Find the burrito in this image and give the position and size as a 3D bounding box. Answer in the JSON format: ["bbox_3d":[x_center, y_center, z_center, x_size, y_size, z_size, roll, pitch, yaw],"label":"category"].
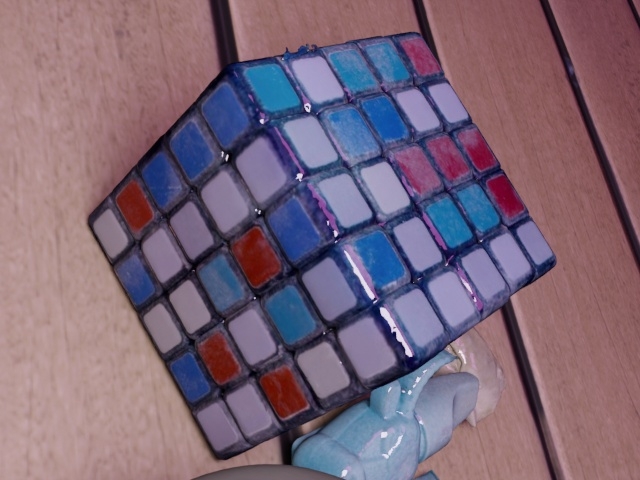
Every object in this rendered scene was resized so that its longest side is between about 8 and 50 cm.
[{"bbox_3d":[0.113,0.045,1.048,0.117,0.076,0.392,-27,83,-49],"label":"burrito"}]

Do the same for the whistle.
[{"bbox_3d":[0.073,0.208,0.878,0.274,0.093,0.186,-19,120,-38],"label":"whistle"}]

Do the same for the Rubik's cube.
[{"bbox_3d":[0.000,0.000,0.819,0.292,0.293,0.286,-23,80,-49],"label":"Rubik's cube"}]

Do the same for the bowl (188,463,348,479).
[{"bbox_3d":[-0.078,0.298,0.584,0.354,0.353,0.185,-1,21,-42],"label":"bowl"}]
